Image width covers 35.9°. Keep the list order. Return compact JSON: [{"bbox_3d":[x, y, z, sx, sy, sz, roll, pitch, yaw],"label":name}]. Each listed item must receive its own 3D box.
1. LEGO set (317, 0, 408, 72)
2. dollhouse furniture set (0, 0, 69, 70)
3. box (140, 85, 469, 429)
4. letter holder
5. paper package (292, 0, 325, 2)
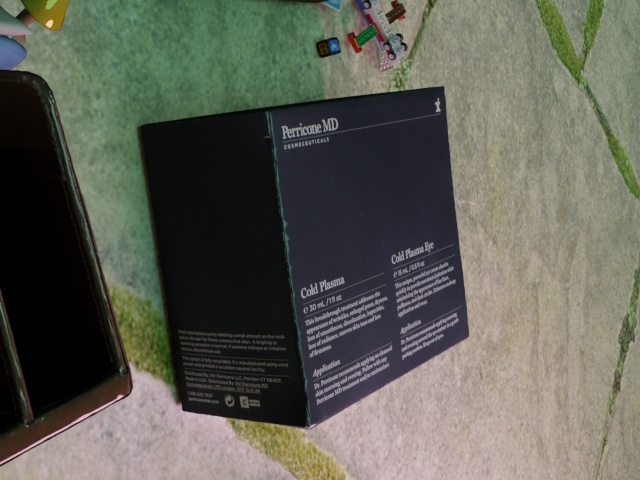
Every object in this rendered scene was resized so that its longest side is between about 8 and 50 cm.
[{"bbox_3d":[0.049,-0.338,1.312,0.182,0.060,0.244,18,73,-39],"label":"LEGO set"},{"bbox_3d":[-0.296,-0.278,0.651,0.286,0.198,0.303,62,21,6],"label":"dollhouse furniture set"},{"bbox_3d":[0.000,0.000,1.108,0.343,0.179,0.312,-17,104,-52],"label":"box"},{"bbox_3d":[-0.293,0.015,0.614,0.152,0.302,0.214,-26,109,-50],"label":"letter holder"},{"bbox_3d":[0.028,-0.368,1.027,0.309,0.325,0.168,-12,94,-54],"label":"paper package"}]
